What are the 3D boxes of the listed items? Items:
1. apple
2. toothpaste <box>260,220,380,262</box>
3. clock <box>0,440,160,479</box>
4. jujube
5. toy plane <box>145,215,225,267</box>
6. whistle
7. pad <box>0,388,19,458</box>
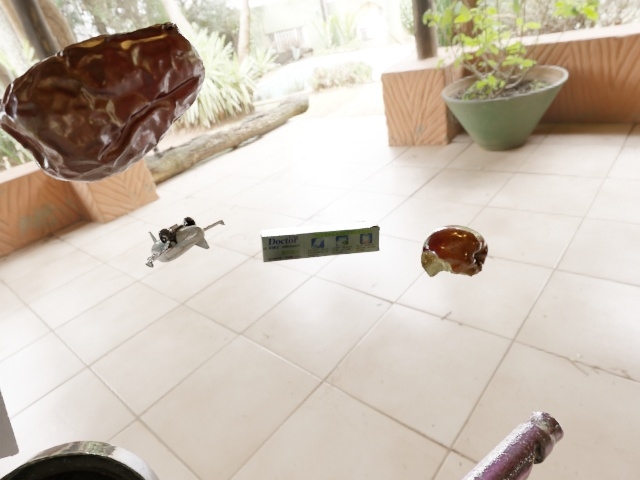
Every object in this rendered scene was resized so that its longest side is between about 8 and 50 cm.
[{"bbox_3d":[0.357,0.028,1.088,0.158,0.156,0.147,-5,65,46],"label":"apple"},{"bbox_3d":[0.000,0.000,1.167,0.336,0.081,0.067,-5,21,-10],"label":"toothpaste"},{"bbox_3d":[-0.500,0.603,0.830,0.385,0.387,0.076,-20,3,-13],"label":"clock"},{"bbox_3d":[-0.355,-0.246,0.722,0.342,0.216,0.216,-46,39,-19],"label":"jujube"},{"bbox_3d":[-0.244,0.002,0.700,0.171,0.066,0.162,-10,20,37],"label":"toy plane"},{"bbox_3d":[0.149,0.194,0.342,0.176,0.033,0.033,-17,25,-34],"label":"whistle"},{"bbox_3d":[-0.598,0.294,0.662,0.009,0.160,0.265,-26,-14,-8],"label":"pad"}]
